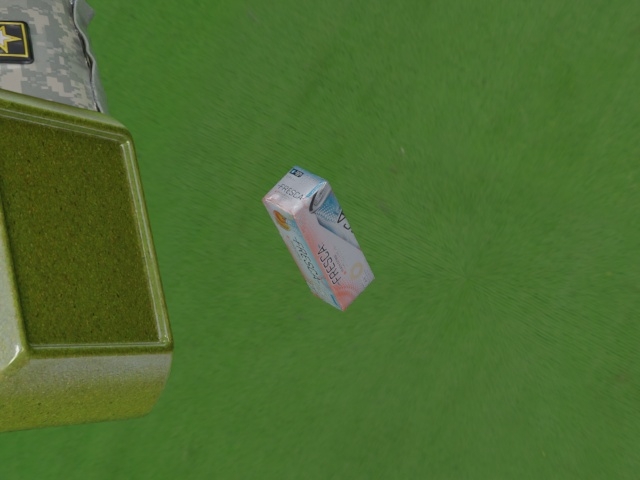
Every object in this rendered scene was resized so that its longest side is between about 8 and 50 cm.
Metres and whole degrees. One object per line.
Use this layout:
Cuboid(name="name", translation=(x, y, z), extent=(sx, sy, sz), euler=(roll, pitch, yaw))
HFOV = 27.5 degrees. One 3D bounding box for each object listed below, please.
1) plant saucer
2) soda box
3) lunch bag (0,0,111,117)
Cuboid(name="plant saucer", translation=(-0.141, 0.002, 0.686), extent=(0.045, 0.188, 0.188), euler=(-17, 80, 24))
Cuboid(name="soda box", translation=(0.000, 0.000, 1.544), extent=(0.058, 0.183, 0.063), euler=(28, 66, 39))
Cuboid(name="lunch bag", translation=(-0.299, -0.082, 1.014), extent=(0.287, 0.169, 0.235), euler=(-27, 47, 5))
